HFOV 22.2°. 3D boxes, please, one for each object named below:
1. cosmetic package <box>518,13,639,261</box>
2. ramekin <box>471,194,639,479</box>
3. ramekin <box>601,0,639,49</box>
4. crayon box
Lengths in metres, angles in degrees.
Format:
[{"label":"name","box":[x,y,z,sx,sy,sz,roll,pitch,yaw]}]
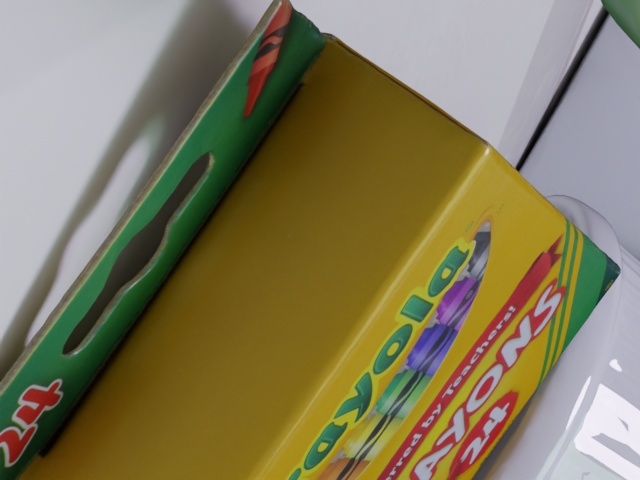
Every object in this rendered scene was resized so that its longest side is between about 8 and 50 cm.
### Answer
[{"label":"cosmetic package","box":[0.388,-0.084,1.232,0.327,0.329,0.393,-61,165,6]},{"label":"ramekin","box":[0.114,0.119,0.915,0.273,0.127,0.273,-54,-166,20]},{"label":"ramekin","box":[0.137,-0.210,0.464,0.303,0.148,0.303,-38,153,-23]},{"label":"crayon box","box":[0.007,0.048,0.650,0.202,0.081,0.318,-55,158,4]}]
